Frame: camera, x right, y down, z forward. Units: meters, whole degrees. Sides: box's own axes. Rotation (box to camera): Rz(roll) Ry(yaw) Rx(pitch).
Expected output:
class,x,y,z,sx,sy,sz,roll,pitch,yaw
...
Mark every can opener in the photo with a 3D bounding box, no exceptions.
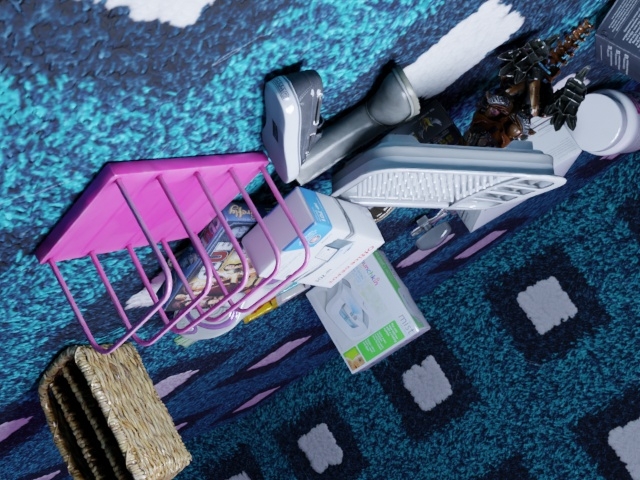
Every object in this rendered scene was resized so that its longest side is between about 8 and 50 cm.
class,x,y,z,sx,sy,sz,roll,pitch,yaw
can opener,0.364,-0.075,2.169,0.283,0.095,0.076,-34,167,11

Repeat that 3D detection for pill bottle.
class,x,y,z,sx,sy,sz,roll,pitch,yaw
pill bottle,0.709,-0.289,2.018,0.160,0.160,0.283,-40,164,33

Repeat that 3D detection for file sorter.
class,x,y,z,sx,sy,sz,roll,pitch,yaw
file sorter,-0.185,0.017,1.125,0.202,0.182,0.290,-40,164,34

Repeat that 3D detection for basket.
class,x,y,z,sx,sy,sz,roll,pitch,yaw
basket,-0.432,0.367,1.592,0.213,0.299,0.223,-32,169,11

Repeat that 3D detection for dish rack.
class,x,y,z,sx,sy,sz,roll,pitch,yaw
dish rack,0.190,-0.107,1.330,0.332,0.073,0.285,0,173,-16

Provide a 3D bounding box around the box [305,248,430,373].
class,x,y,z,sx,sy,sz,roll,pitch,yaw
box,0.133,0.193,2.275,0.231,0.262,0.126,-35,166,19

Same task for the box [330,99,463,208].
class,x,y,z,sx,sy,sz,roll,pitch,yaw
box,0.147,-0.150,1.515,0.231,0.056,0.183,-34,166,12

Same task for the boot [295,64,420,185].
class,x,y,z,sx,sy,sz,roll,pitch,yaw
boot,0.039,-0.165,1.223,0.208,0.076,0.190,-24,167,-4

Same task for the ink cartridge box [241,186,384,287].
class,x,y,z,sx,sy,sz,roll,pitch,yaw
ink cartridge box,-0.010,-0.001,1.347,0.139,0.082,0.190,-42,147,25

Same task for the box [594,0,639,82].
class,x,y,z,sx,sy,sz,roll,pitch,yaw
box,0.603,-0.339,1.464,0.108,0.207,0.153,-57,163,7

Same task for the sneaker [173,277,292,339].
class,x,y,z,sx,sy,sz,roll,pitch,yaw
sneaker,-0.152,0.110,1.672,0.305,0.114,0.152,-32,165,4

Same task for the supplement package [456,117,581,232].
class,x,y,z,sx,sy,sz,roll,pitch,yaw
supplement package,0.424,-0.163,1.883,0.261,0.145,0.204,-30,166,-4

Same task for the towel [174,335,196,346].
class,x,y,z,sx,sy,sz,roll,pitch,yaw
towel,-0.270,0.213,1.983,0.152,0.023,0.113,-31,166,0

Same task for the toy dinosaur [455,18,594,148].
class,x,y,z,sx,sy,sz,roll,pitch,yaw
toy dinosaur,0.355,-0.266,1.449,0.218,0.164,0.322,160,-48,-86

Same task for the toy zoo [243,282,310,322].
class,x,y,z,sx,sy,sz,roll,pitch,yaw
toy zoo,-0.114,0.125,1.987,0.192,0.030,0.293,-29,166,-9

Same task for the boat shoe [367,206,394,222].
class,x,y,z,sx,sy,sz,roll,pitch,yaw
boat shoe,0.133,-0.087,1.705,0.190,0.068,0.072,-33,178,6

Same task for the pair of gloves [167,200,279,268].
class,x,y,z,sx,sy,sz,roll,pitch,yaw
pair of gloves,-0.153,0.017,1.496,0.240,0.042,0.204,-30,166,-11

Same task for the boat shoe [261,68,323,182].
class,x,y,z,sx,sy,sz,roll,pitch,yaw
boat shoe,-0.030,-0.153,1.097,0.076,0.080,0.228,-26,158,-13

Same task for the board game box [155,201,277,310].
class,x,y,z,sx,sy,sz,roll,pitch,yaw
board game box,-0.154,0.031,1.402,0.165,0.042,0.243,0,141,-41
